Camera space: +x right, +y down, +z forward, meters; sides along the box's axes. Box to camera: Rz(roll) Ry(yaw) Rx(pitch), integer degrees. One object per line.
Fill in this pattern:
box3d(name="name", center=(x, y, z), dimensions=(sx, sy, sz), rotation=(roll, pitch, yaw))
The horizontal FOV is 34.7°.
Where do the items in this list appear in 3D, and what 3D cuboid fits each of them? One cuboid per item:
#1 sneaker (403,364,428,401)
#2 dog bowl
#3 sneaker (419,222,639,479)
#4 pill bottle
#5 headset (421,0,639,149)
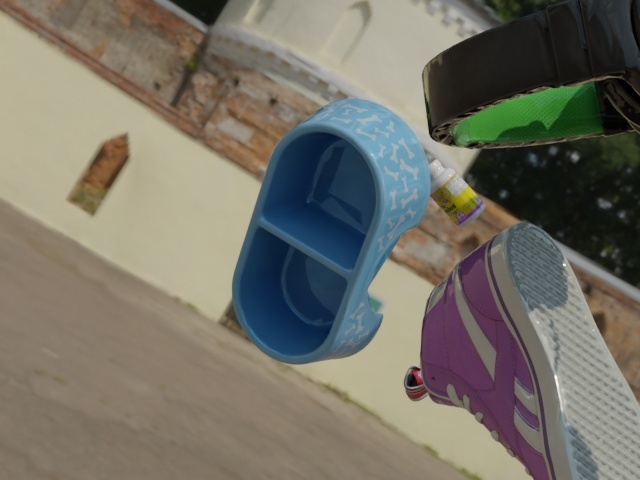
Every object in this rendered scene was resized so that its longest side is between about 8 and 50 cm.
box3d(name="sneaker", center=(0.186, 0.214, 1.682), dimensions=(0.042, 0.118, 0.067), rotation=(47, -5, 31))
box3d(name="dog bowl", center=(0.000, 0.000, 1.057), dimensions=(0.166, 0.297, 0.074), rotation=(31, 27, 23))
box3d(name="sneaker", center=(0.169, 0.144, 0.852), dimensions=(0.102, 0.282, 0.161), rotation=(4, -29, -36))
box3d(name="pill bottle", center=(0.157, -0.057, 1.231), dimensions=(0.083, 0.043, 0.043), rotation=(47, -4, -2))
box3d(name="headset", center=(0.268, -0.101, 0.692), dimensions=(0.394, 0.185, 0.243), rotation=(-12, -6, 22))
